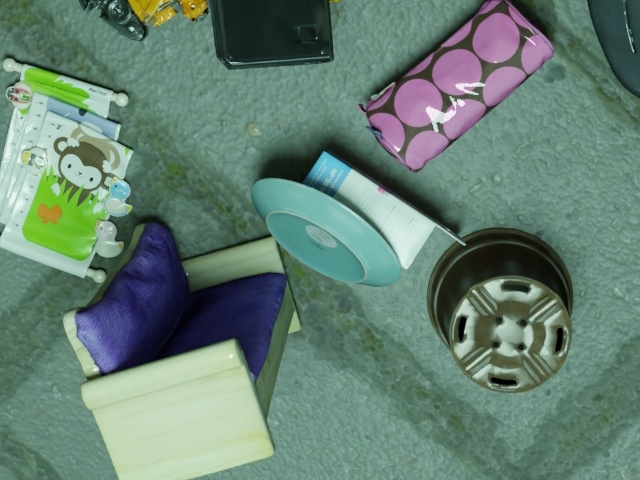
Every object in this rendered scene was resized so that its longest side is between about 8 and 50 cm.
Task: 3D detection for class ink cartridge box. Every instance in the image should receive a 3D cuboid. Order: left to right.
[{"bbox_3d":[0.065,-0.026,1.266,0.181,0.104,0.062,33,96,-1],"label":"ink cartridge box"}]

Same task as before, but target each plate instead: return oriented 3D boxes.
[{"bbox_3d":[0.000,0.000,1.245,0.188,0.188,0.024,34,70,-2],"label":"plate"}]

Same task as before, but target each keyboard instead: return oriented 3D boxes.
[{"bbox_3d":[-0.024,-0.336,1.159,0.201,0.033,0.317,-6,95,-16],"label":"keyboard"}]

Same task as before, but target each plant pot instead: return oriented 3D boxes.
[{"bbox_3d":[0.200,0.082,1.246,0.167,0.165,0.167,1,101,4],"label":"plant pot"}]

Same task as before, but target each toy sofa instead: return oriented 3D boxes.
[{"bbox_3d":[-0.123,0.086,1.175,0.150,0.362,0.177,-15,104,8],"label":"toy sofa"}]

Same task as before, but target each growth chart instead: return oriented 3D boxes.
[{"bbox_3d":[-0.298,-0.078,1.333,0.171,0.021,0.237,12,102,2],"label":"growth chart"}]

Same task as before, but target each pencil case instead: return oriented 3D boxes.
[{"bbox_3d":[0.145,-0.171,1.245,0.209,0.095,0.098,-39,79,8],"label":"pencil case"}]

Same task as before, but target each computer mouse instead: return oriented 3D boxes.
[{"bbox_3d":[0.321,-0.243,1.188,0.072,0.188,0.272,-39,108,-33],"label":"computer mouse"}]

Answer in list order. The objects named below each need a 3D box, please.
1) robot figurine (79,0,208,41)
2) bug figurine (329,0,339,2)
[{"bbox_3d":[-0.198,-0.361,1.233,0.211,0.085,0.291,-30,92,10],"label":"robot figurine"},{"bbox_3d":[0.064,-0.347,1.227,0.279,0.072,0.216,-8,93,11],"label":"bug figurine"}]
